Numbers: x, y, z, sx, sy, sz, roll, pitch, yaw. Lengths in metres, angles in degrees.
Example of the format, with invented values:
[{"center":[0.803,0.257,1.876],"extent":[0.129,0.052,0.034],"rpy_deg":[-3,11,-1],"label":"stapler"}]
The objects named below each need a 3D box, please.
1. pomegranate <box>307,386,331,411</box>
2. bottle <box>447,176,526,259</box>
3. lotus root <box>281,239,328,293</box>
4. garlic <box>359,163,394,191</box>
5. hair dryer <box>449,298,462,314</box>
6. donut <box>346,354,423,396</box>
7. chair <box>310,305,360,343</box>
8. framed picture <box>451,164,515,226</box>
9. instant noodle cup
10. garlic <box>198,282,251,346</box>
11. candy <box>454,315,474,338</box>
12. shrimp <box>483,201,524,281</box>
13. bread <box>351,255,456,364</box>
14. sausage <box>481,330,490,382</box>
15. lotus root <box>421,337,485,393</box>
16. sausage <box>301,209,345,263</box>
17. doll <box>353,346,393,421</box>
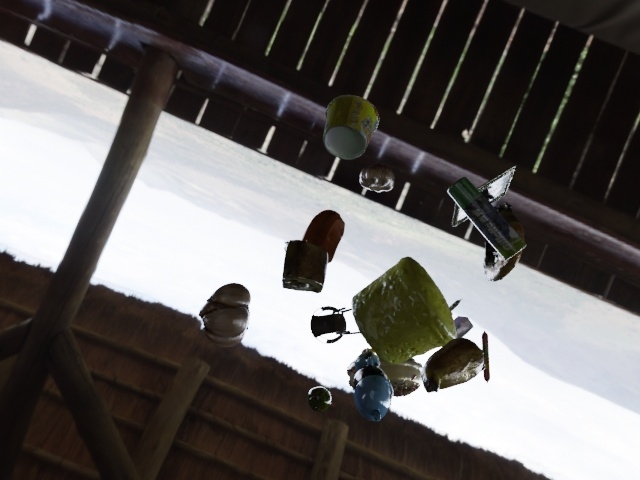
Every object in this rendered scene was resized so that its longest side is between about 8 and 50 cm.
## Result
[{"center":[0.003,0.776,2.129],"extent":[0.122,0.122,0.161],"rpy_deg":[22,-160,21],"label":"pomegranate"},{"center":[0.600,-0.084,1.564],"extent":[0.330,0.093,0.093],"rpy_deg":[53,-173,14],"label":"bottle"},{"center":[-0.051,0.078,1.209],"extent":[0.138,0.118,0.235],"rpy_deg":[15,166,-7],"label":"lotus root"},{"center":[0.238,-0.265,1.795],"extent":[0.159,0.101,0.147],"rpy_deg":[14,159,-36],"label":"garlic"},{"center":[0.466,0.360,1.826],"extent":[0.173,0.357,0.107],"rpy_deg":[13,-146,-49],"label":"hair dryer"},{"center":[0.308,0.664,2.069],"extent":[0.383,0.142,0.382],"rpy_deg":[1,147,1],"label":"donut"},{"center":[0.072,0.377,1.957],"extent":[0.213,0.174,0.149],"rpy_deg":[-16,164,27],"label":"chair"},{"center":[0.692,-0.182,1.830],"extent":[0.018,0.293,0.231],"rpy_deg":[57,176,27],"label":"framed picture"},{"center":[0.099,-0.401,1.549],"extent":[0.205,0.152,0.205],"rpy_deg":[11,143,9],"label":"instant noodle cup"},{"center":[-0.326,0.271,1.528],"extent":[0.191,0.214,0.160],"rpy_deg":[-3,-134,-31],"label":"garlic"},{"center":[0.731,0.476,2.289],"extent":[0.073,0.160,0.092],"rpy_deg":[55,160,-5],"label":"candy"},{"center":[0.761,-0.003,1.815],"extent":[0.085,0.272,0.445],"rpy_deg":[19,-137,0],"label":"shrimp"},{"center":[0.301,0.262,1.549],"extent":[0.348,0.308,0.348],"rpy_deg":[53,-169,-15],"label":"bread"},{"center":[0.719,0.505,1.867],"extent":[0.030,0.222,0.029],"rpy_deg":[4,162,1],"label":"sausage"},{"center":[0.277,0.275,0.936],"extent":[0.191,0.108,0.094],"rpy_deg":[-9,-144,-35],"label":"lotus root"},{"center":[-0.002,0.000,1.532],"extent":[0.133,0.258,0.133],"rpy_deg":[20,156,10],"label":"sausage"},{"center":[0.191,0.533,1.582],"extent":[0.141,0.177,0.314],"rpy_deg":[1,-153,0],"label":"doll"}]
